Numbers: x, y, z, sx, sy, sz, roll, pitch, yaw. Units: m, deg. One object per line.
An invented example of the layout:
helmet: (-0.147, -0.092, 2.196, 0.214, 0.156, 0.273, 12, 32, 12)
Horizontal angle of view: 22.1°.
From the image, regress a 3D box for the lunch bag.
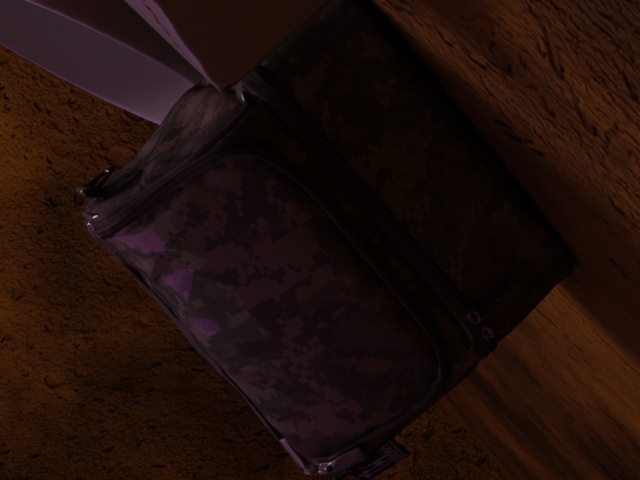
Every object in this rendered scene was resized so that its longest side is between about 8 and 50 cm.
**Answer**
lunch bag: (0.000, 0.000, 1.234, 0.305, 0.256, 0.212, 49, 176, -18)

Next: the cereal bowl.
cereal bowl: (-0.158, -0.206, 1.454, 0.339, 0.141, 0.339, 26, 174, 3)

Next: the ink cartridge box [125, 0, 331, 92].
ink cartridge box: (-0.136, -0.264, 1.063, 0.306, 0.131, 0.226, 43, 173, 43)
